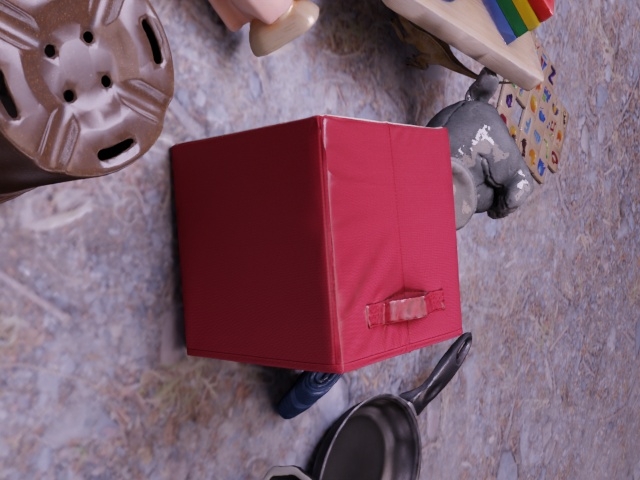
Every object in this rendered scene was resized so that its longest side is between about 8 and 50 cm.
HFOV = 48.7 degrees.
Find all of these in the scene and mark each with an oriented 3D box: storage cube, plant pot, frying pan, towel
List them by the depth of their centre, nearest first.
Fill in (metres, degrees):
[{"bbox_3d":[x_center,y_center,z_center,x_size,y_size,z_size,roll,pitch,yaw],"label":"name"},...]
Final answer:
[{"bbox_3d":[-0.190,-0.102,0.442,0.167,0.165,0.167,-4,95,-48],"label":"plant pot"},{"bbox_3d":[0.000,0.000,0.636,0.183,0.215,0.193,-6,91,-48],"label":"storage cube"},{"bbox_3d":[-0.005,0.144,0.716,0.029,0.119,0.067,41,58,3],"label":"towel"},{"bbox_3d":[0.078,0.221,0.857,0.197,0.053,0.326,41,63,-42],"label":"frying pan"}]

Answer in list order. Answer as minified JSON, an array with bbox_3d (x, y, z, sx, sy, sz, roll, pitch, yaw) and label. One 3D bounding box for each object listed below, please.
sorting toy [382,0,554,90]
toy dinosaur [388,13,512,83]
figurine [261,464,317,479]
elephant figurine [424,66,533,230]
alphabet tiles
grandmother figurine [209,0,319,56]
[{"bbox_3d":[0.168,-0.332,0.785,0.257,0.089,0.256,15,57,-39],"label":"sorting toy"},{"bbox_3d":[0.138,-0.227,0.850,0.183,0.092,0.053,37,95,-11],"label":"toy dinosaur"},{"bbox_3d":[-0.042,0.363,0.691,0.215,0.092,0.209,-43,129,-19],"label":"figurine"},{"bbox_3d":[0.120,-0.053,0.822,0.239,0.169,0.186,-27,84,-28],"label":"elephant figurine"},{"bbox_3d":[0.358,-0.217,1.174,0.237,0.009,0.198,32,69,-46],"label":"alphabet tiles"},{"bbox_3d":[-0.123,-0.307,0.560,0.342,0.104,0.208,48,32,-36],"label":"grandmother figurine"}]
